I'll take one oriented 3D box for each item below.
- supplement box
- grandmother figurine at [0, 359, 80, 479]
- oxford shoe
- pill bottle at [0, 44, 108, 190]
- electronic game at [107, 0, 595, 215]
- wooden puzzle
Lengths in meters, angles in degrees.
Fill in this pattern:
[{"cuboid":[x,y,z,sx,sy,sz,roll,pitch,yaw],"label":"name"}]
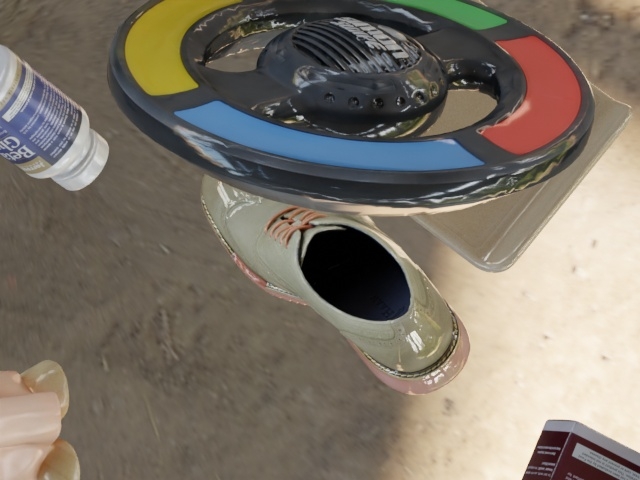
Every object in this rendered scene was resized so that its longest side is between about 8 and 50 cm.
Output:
[{"cuboid":[0.234,0.303,1.651,0.130,0.073,0.239,28,77,-13],"label":"supplement box"},{"cuboid":[-0.356,0.161,1.399,0.342,0.104,0.207,-6,76,-45],"label":"grandmother figurine"},{"cuboid":[0.000,0.000,1.866,0.140,0.397,0.146,-47,145,-11],"label":"oxford shoe"},{"cuboid":[-0.305,-0.124,1.855,0.094,0.094,0.169,-53,130,-2],"label":"pill bottle"},{"cuboid":[0.015,-0.076,0.826,0.229,0.229,0.048,0,120,-12],"label":"electronic game"},{"cuboid":[0.113,-0.103,1.479,0.239,0.044,0.221,35,59,11],"label":"wooden puzzle"}]
